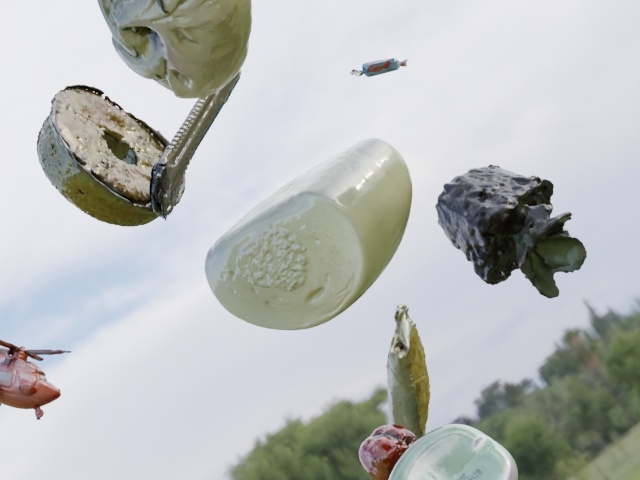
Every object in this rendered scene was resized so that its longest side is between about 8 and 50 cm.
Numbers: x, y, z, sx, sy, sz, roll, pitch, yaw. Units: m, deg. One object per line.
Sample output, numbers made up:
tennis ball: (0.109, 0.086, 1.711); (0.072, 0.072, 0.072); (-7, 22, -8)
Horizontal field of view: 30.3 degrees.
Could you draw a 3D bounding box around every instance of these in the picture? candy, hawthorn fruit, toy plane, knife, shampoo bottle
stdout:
candy: (0.081, -0.239, 1.634); (0.083, 0.020, 0.030); (-13, 19, 0)
hawthorn fruit: (0.095, 0.298, 1.654); (0.093, 0.093, 0.093); (-33, -15, -10)
toy plane: (-0.382, 0.140, 1.304); (0.194, 0.077, 0.126); (22, -24, -24)
knife: (-0.212, -0.187, 1.990); (0.089, 0.043, 0.365); (84, -156, -51)
shampoo bottle: (0.168, 0.419, 1.631); (0.222, 0.151, 0.349); (-42, -32, -33)

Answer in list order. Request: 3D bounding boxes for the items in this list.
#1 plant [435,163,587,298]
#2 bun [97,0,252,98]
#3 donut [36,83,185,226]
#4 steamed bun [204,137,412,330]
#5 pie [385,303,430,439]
plant: (0.255, -0.018, 1.573); (0.131, 0.203, 0.142); (-21, -46, -23)
bun: (-0.176, -0.269, 1.333); (0.210, 0.237, 0.116); (-14, 20, 48)
donut: (-0.359, -0.129, 1.989); (0.107, 0.272, 0.272); (-43, -16, 29)
steamed bun: (0.000, 0.000, 1.411); (0.250, 0.155, 0.200); (-27, 11, 38)
pie: (0.135, 0.225, 1.832); (0.068, 0.129, 0.282); (-2, -47, 9)
